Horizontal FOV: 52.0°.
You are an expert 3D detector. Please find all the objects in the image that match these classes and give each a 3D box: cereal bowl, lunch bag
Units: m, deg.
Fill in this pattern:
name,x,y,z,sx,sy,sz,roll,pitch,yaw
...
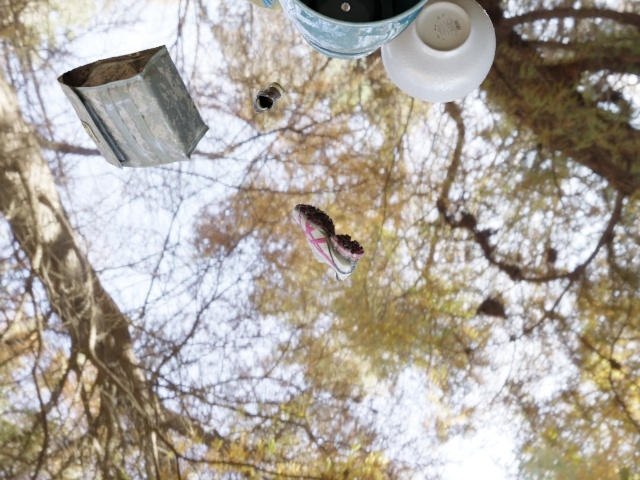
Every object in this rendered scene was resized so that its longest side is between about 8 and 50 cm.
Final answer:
name,x,y,z,sx,sy,sz,roll,pitch,yaw
cereal bowl,0.344,-0.582,1.896,0.338,0.141,0.339,-1,-102,3
lunch bag,-0.448,-0.294,1.515,0.286,0.235,0.169,-5,-139,24

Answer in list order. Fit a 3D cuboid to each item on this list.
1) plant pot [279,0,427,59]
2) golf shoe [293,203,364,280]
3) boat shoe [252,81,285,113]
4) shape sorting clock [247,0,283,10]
name,x,y,z,sx,sy,sz,roll,pitch,yaw
plant pot,0.050,-0.418,1.036,0.271,0.255,0.272,0,-95,-2
golf shoe,0.000,0.000,1.285,0.067,0.086,0.186,-3,-140,-47
boat shoe,-0.139,-0.345,1.621,0.056,0.152,0.049,45,-114,-10
shape sorting clock,-0.113,-0.620,1.465,0.206,0.206,0.040,-16,-167,-17
